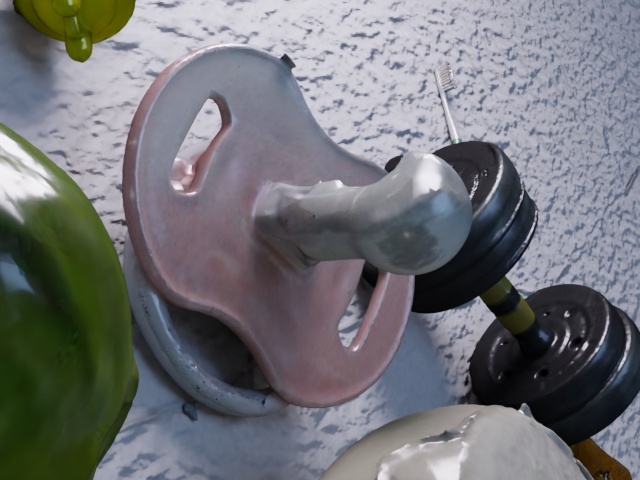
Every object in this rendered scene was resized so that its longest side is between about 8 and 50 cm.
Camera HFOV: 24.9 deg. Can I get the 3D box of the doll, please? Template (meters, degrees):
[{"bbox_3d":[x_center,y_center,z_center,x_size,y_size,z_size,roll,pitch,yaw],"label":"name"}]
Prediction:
[{"bbox_3d":[-0.183,-0.238,1.166,0.099,0.135,0.241,20,44,-15],"label":"doll"}]

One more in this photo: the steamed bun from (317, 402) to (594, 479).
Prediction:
[{"bbox_3d":[0.098,0.316,1.061,0.374,0.241,0.374,44,31,-35],"label":"steamed bun"}]

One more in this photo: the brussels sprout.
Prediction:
[{"bbox_3d":[-0.228,0.077,0.683,0.344,0.268,0.344,28,54,-48],"label":"brussels sprout"}]

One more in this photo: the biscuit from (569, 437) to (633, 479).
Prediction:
[{"bbox_3d":[0.308,0.326,1.607,0.182,0.034,0.215,39,41,-37],"label":"biscuit"}]

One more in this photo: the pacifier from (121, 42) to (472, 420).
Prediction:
[{"bbox_3d":[-0.015,-0.011,1.156,0.332,0.273,0.220,45,19,-33],"label":"pacifier"}]

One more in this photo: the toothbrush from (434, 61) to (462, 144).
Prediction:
[{"bbox_3d":[0.164,-0.099,1.700,0.018,0.024,0.257,26,49,-48],"label":"toothbrush"}]

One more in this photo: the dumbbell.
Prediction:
[{"bbox_3d":[0.182,0.057,1.449,0.388,0.185,0.185,50,33,-26],"label":"dumbbell"}]
